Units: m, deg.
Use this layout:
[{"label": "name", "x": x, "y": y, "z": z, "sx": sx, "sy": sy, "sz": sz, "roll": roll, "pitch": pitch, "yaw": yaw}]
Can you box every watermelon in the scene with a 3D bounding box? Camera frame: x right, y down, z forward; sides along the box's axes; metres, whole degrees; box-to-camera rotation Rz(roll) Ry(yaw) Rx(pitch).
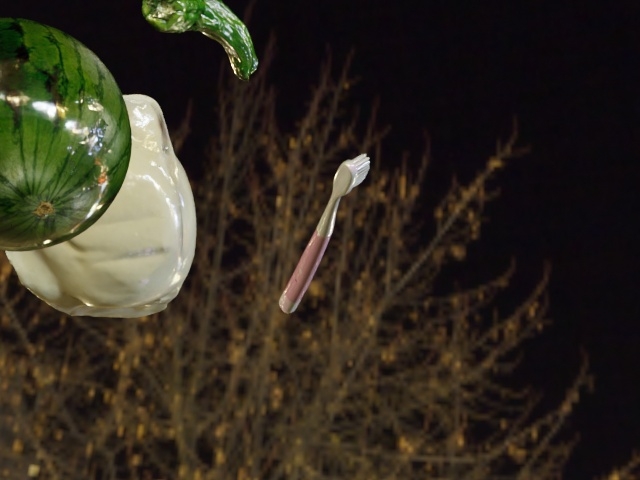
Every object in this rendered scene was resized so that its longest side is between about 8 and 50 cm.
[{"label": "watermelon", "x": -0.311, "y": -0.108, "z": 1.403, "sx": 0.242, "sy": 0.242, "sz": 0.242, "roll": 3, "pitch": -35, "yaw": 2}]

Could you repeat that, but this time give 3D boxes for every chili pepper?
[{"label": "chili pepper", "x": -0.122, "y": -0.215, "z": 1.361, "sx": 0.050, "sy": 0.073, "sz": 0.182, "roll": -45, "pitch": -27, "yaw": 15}]

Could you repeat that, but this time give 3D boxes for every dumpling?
[{"label": "dumpling", "x": -0.355, "y": -0.037, "z": 2.233, "sx": 0.316, "sy": 0.233, "sz": 0.395, "roll": -8, "pitch": -62, "yaw": -30}]

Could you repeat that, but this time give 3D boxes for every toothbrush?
[{"label": "toothbrush", "x": 0.000, "y": 0.000, "z": 1.259, "sx": 0.025, "sy": 0.020, "sz": 0.286, "roll": -30, "pitch": -17, "yaw": -26}]
